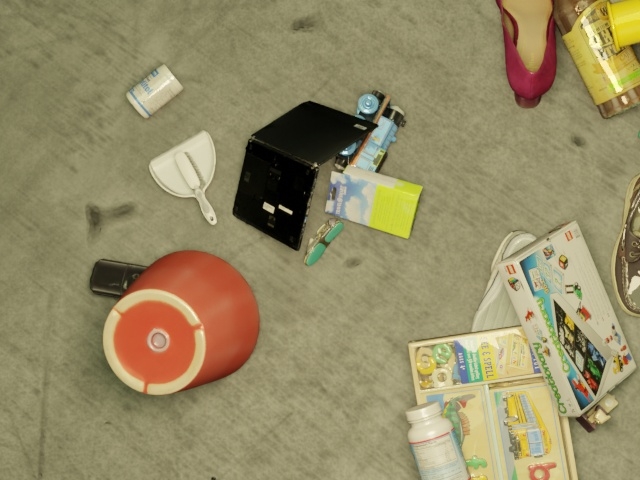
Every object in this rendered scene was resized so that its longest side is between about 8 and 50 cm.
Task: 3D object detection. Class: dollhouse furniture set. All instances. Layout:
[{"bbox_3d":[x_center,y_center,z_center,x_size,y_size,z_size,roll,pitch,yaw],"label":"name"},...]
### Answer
[{"bbox_3d":[0.503,0.284,1.718,0.081,0.091,0.114,-38,74,-15],"label":"dollhouse furniture set"}]

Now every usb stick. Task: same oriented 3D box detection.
[{"bbox_3d":[-0.342,0.093,1.886,0.278,0.045,0.077,9,75,10],"label":"usb stick"}]

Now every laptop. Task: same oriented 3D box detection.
[{"bbox_3d":[-0.037,-0.138,1.835,0.234,0.137,0.264,28,109,47],"label":"laptop"}]

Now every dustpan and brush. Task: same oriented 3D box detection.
[{"bbox_3d":[-0.261,-0.119,1.902,0.147,0.060,0.211,-30,77,2],"label":"dustpan and brush"}]

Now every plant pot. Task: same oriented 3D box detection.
[{"bbox_3d":[-0.272,0.166,1.730,0.275,0.243,0.274,1,96,10],"label":"plant pot"}]

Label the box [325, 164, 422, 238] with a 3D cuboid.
[{"bbox_3d":[0.105,-0.080,1.823,0.178,0.042,0.109,18,128,10],"label":"box"}]

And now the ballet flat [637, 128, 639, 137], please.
[{"bbox_3d":[0.709,-0.142,1.765,0.247,0.083,0.087,49,114,13],"label":"ballet flat"}]

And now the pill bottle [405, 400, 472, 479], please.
[{"bbox_3d":[0.209,0.376,1.652,0.087,0.087,0.160,-19,85,5],"label":"pill bottle"}]

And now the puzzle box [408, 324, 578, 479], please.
[{"bbox_3d":[0.329,0.370,1.706,0.272,0.052,0.408,-10,87,7],"label":"puzzle box"}]

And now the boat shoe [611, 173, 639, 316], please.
[{"bbox_3d":[0.617,0.001,1.737,0.103,0.092,0.285,10,82,10],"label":"boat shoe"}]

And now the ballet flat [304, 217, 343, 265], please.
[{"bbox_3d":[0.000,0.000,1.860,0.041,0.041,0.114,40,87,13],"label":"ballet flat"}]

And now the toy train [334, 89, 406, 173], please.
[{"bbox_3d":[0.101,-0.214,1.861,0.105,0.080,0.184,28,83,3],"label":"toy train"}]

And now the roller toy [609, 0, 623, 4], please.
[{"bbox_3d":[0.657,-0.486,1.768,0.209,0.191,0.146,-22,73,-38],"label":"roller toy"}]

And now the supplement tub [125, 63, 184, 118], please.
[{"bbox_3d":[-0.353,-0.317,1.946,0.107,0.071,0.071,-40,77,0],"label":"supplement tub"}]

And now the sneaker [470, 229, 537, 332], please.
[{"bbox_3d":[0.359,0.102,1.763,0.094,0.091,0.258,21,105,-3],"label":"sneaker"}]

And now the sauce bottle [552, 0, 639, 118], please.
[{"bbox_3d":[0.521,-0.408,1.773,0.111,0.111,0.344,-29,94,3],"label":"sauce bottle"}]

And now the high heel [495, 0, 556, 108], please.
[{"bbox_3d":[0.414,-0.459,1.801,0.127,0.181,0.377,-6,79,7],"label":"high heel"}]

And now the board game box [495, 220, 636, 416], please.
[{"bbox_3d":[0.451,0.139,1.663,0.193,0.053,0.305,-26,96,-35],"label":"board game box"}]

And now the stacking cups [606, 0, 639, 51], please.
[{"bbox_3d":[0.678,-0.419,1.628,0.316,0.096,0.096,-11,79,17],"label":"stacking cups"}]
